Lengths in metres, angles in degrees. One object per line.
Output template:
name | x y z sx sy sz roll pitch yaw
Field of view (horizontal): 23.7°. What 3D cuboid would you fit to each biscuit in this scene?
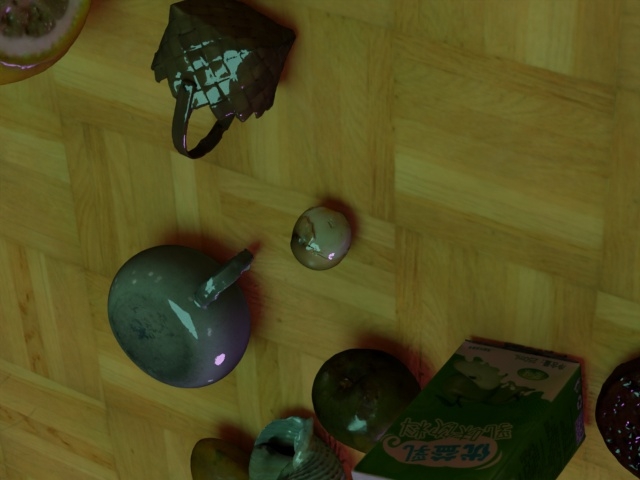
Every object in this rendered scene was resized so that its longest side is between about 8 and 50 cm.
biscuit | 0.385 0.205 1.639 0.192 0.049 0.192 20 130 26

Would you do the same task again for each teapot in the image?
teapot | -0.174 0.091 1.943 0.193 0.129 0.294 48 136 -2

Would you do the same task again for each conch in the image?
conch | -0.027 0.315 2.006 0.135 0.153 0.102 -5 159 28

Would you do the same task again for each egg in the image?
egg | 0.000 0.000 1.775 0.071 0.071 0.083 39 155 8

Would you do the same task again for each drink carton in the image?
drink carton | 0.174 0.230 1.660 0.161 0.271 0.108 9 125 34

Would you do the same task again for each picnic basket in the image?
picnic basket | -0.119 -0.174 1.691 0.138 0.128 0.178 31 126 18

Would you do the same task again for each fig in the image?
fig | 0.079 0.198 1.856 0.133 0.185 0.126 7 87 40

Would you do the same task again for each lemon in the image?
lemon | -0.397 -0.296 1.749 0.219 0.240 0.240 8 126 49

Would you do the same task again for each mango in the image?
mango | -0.095 0.363 2.097 0.227 0.109 0.147 53 161 -8
